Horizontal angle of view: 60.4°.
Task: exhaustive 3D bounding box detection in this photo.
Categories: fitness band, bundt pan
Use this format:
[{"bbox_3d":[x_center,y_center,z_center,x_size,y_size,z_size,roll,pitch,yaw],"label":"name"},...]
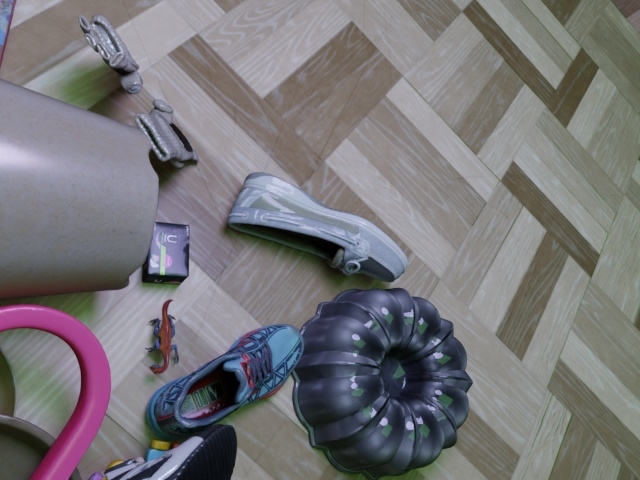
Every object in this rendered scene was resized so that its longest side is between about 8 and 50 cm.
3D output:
[{"bbox_3d":[-0.360,0.207,0.595,0.209,0.054,0.291,43,63,-28],"label":"fitness band"},{"bbox_3d":[0.123,0.226,0.919,0.330,0.124,0.331,10,68,-26],"label":"bundt pan"}]

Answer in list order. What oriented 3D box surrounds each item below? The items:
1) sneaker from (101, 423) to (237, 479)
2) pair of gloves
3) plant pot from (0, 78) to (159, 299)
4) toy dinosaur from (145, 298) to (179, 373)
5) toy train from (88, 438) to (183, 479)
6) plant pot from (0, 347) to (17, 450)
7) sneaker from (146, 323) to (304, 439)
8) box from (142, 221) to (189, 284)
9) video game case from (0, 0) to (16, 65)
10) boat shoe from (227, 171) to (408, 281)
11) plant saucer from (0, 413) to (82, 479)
[{"bbox_3d":[-0.229,0.313,0.644,0.330,0.146,0.123,-31,125,-58],"label":"sneaker"},{"bbox_3d":[-0.265,-0.221,0.829,0.042,0.204,0.240,-31,94,-1],"label":"pair of gloves"},{"bbox_3d":[-0.379,-0.056,0.656,0.305,0.333,0.334,7,69,-39],"label":"plant pot"},{"bbox_3d":[-0.230,0.145,0.789,0.047,0.090,0.082,-4,42,-14],"label":"toy dinosaur"},{"bbox_3d":[-0.242,0.340,0.727,0.166,0.046,0.125,-27,96,-35],"label":"toy train"},{"bbox_3d":[-0.490,0.200,0.645,0.236,0.032,0.237,10,69,-26],"label":"plant pot"},{"bbox_3d":[-0.114,0.203,0.794,0.261,0.125,0.104,-30,89,-33],"label":"sneaker"},{"bbox_3d":[-0.236,0.020,0.837,0.062,0.052,0.084,5,69,-27],"label":"box"},{"bbox_3d":[-0.568,-0.377,0.813,0.203,0.025,0.286,10,68,-26],"label":"video game case"},{"bbox_3d":[0.000,-0.001,0.942,0.320,0.118,0.103,29,67,-13],"label":"boat shoe"},{"bbox_3d":[-0.410,0.331,0.609,0.277,0.041,0.278,5,81,-33],"label":"plant saucer"}]
